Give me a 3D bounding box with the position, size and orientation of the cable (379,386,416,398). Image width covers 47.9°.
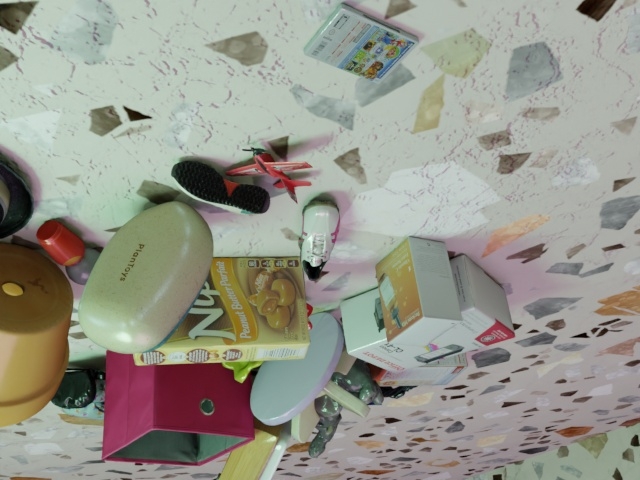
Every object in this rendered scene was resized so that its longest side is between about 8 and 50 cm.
[{"bbox_3d":[0.222,0.409,2.060,0.150,0.047,0.184,-20,147,17],"label":"cable"}]

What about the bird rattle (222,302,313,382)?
[{"bbox_3d":[-0.145,0.181,1.516,0.207,0.143,0.253,31,133,-24],"label":"bird rattle"}]

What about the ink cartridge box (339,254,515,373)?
[{"bbox_3d":[0.233,0.171,1.565,0.306,0.131,0.226,-25,146,27],"label":"ink cartridge box"}]

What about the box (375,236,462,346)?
[{"bbox_3d":[0.185,0.101,1.389,0.091,0.170,0.130,10,146,-26],"label":"box"}]

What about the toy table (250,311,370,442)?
[{"bbox_3d":[-0.020,0.314,1.618,0.274,0.252,0.161,-48,130,-10],"label":"toy table"}]

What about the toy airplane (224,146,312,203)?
[{"bbox_3d":[-0.066,-0.104,1.116,0.151,0.028,0.151,9,155,4],"label":"toy airplane"}]

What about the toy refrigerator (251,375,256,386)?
[{"bbox_3d":[-0.294,0.396,1.889,0.269,0.094,0.102,9,154,-24],"label":"toy refrigerator"}]

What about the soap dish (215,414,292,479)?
[{"bbox_3d":[-0.143,0.476,1.754,0.118,0.291,0.229,25,109,-1],"label":"soap dish"}]

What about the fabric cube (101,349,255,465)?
[{"bbox_3d":[-0.320,0.345,1.625,0.254,0.258,0.259,18,142,-35],"label":"fabric cube"}]

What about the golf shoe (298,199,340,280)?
[{"bbox_3d":[0.000,0.000,1.262,0.067,0.086,0.186,-1,149,-7],"label":"golf shoe"}]

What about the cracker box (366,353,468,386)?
[{"bbox_3d":[0.253,0.334,1.916,0.232,0.067,0.156,3,151,-14],"label":"cracker box"}]

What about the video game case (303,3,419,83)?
[{"bbox_3d":[0.052,-0.247,0.915,0.122,0.011,0.087,14,144,-31],"label":"video game case"}]

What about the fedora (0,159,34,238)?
[{"bbox_3d":[-0.594,-0.020,1.034,0.334,0.152,0.334,-5,151,-3],"label":"fedora"}]

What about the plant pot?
[{"bbox_3d":[-0.555,0.141,1.230,0.291,0.291,0.203,14,128,-32],"label":"plant pot"}]

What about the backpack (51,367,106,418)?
[{"bbox_3d":[-0.549,0.372,1.738,0.152,0.115,0.182,1,162,27],"label":"backpack"}]

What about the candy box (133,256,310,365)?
[{"bbox_3d":[-0.186,0.129,1.349,0.316,0.183,0.087,0,149,-12],"label":"candy box"}]

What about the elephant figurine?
[{"bbox_3d":[0.022,0.393,1.788,0.239,0.186,0.169,-31,148,3],"label":"elephant figurine"}]

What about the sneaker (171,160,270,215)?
[{"bbox_3d":[-0.163,-0.074,1.127,0.161,0.057,0.075,19,163,-23],"label":"sneaker"}]

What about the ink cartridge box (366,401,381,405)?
[{"bbox_3d":[0.046,0.418,1.961,0.206,0.045,0.208,0,177,-10],"label":"ink cartridge box"}]

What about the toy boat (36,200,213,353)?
[{"bbox_3d":[-0.317,0.048,1.179,0.318,0.267,0.148,14,152,28],"label":"toy boat"}]
